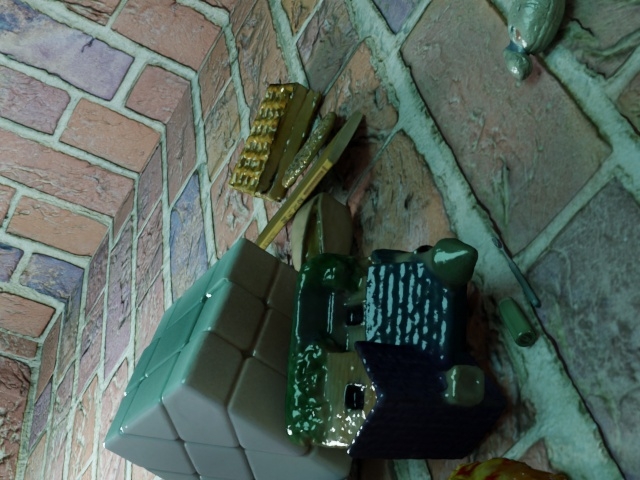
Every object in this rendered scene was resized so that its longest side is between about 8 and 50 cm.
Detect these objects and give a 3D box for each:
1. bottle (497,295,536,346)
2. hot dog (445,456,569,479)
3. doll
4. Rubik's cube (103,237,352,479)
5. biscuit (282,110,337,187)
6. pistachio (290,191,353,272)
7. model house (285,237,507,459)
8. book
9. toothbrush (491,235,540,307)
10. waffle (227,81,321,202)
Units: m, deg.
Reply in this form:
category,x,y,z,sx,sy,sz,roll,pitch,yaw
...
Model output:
category,x,y,z,sx,sy,sz,roll,pitch,yaw
bottle,0.273,0.112,1.185,0.030,0.030,0.083,-56,27,23
hot dog,0.214,0.338,1.001,0.256,0.150,0.153,-34,51,50
doll,0.348,-0.363,1.374,0.103,0.071,0.214,-147,71,-76
Rubik's cube,-0.127,0.249,1.458,0.322,0.318,0.316,-41,22,42
biscuit,-0.026,-0.210,1.965,0.220,0.033,0.220,-53,10,14
pistachio,0.000,0.000,1.686,0.152,0.126,0.223,73,-163,-46
model house,0.116,0.154,1.211,0.280,0.245,0.312,-18,63,63
book,-0.049,-0.099,1.866,0.389,0.032,0.269,-49,7,34
toothbrush,0.283,0.043,1.238,0.011,0.014,0.167,-47,31,20
waffle,-0.117,-0.255,2.174,0.213,0.091,0.308,20,89,64
